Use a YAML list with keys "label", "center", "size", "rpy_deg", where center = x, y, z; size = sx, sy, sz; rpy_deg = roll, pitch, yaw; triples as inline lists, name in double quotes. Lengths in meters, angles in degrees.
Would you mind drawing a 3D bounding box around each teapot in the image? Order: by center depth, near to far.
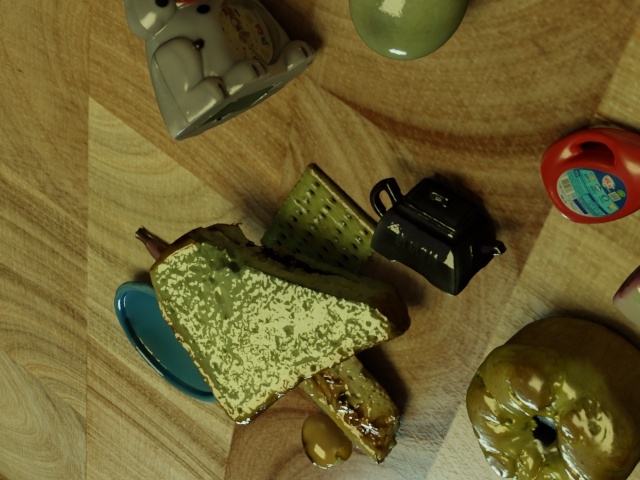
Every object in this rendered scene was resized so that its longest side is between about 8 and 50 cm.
- label: "teapot"
  center: [0.129, -0.019, 1.650]
  size: [0.177, 0.087, 0.096]
  rpy_deg: [31, 142, 23]

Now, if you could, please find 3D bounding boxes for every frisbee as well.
- label: "frisbee"
  center: [-0.227, 0.153, 2.329]
  size: [0.242, 0.045, 0.242]
  rpy_deg: [31, 148, 22]

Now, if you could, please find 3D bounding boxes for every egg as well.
- label: "egg"
  center: [0.085, -0.237, 1.409]
  size: [0.114, 0.114, 0.152]
  rpy_deg: [40, 146, 10]
- label: "egg"
  center: [0.007, 0.295, 2.190]
  size: [0.071, 0.071, 0.083]
  rpy_deg: [-12, 106, 55]

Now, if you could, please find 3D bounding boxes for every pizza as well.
- label: "pizza"
  center: [0.009, 0.170, 2.013]
  size: [0.182, 0.074, 0.365]
  rpy_deg: [23, 150, 57]

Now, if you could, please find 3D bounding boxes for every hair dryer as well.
- label: "hair dryer"
  center: [-0.221, 0.028, 2.175]
  size: [0.154, 0.054, 0.106]
  rpy_deg: [31, 143, 31]

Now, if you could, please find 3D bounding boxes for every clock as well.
- label: "clock"
  center: [-0.143, -0.260, 1.640]
  size: [0.189, 0.189, 0.254]
  rpy_deg: [-25, 92, 58]

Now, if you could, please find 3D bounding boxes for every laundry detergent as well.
- label: "laundry detergent"
  center: [0.288, -0.071, 1.431]
  size: [0.097, 0.049, 0.165]
  rpy_deg: [55, 146, -9]

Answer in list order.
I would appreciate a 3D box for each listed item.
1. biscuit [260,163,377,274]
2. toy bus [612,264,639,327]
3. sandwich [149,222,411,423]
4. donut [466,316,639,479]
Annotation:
- label: "biscuit"
  center: [0.000, 0.000, 1.899]
  size: [0.139, 0.016, 0.231]
  rpy_deg: [45, 149, 4]
- label: "toy bus"
  center: [0.422, 0.109, 1.439]
  size: [0.274, 0.090, 0.112]
  rpy_deg: [43, 143, 5]
- label: "sandwich"
  center: [-0.059, 0.071, 1.874]
  size: [0.288, 0.099, 0.254]
  rpy_deg: [-30, 85, 27]
- label: "donut"
  center: [0.275, 0.194, 1.681]
  size: [0.208, 0.128, 0.261]
  rpy_deg: [40, 149, 12]
